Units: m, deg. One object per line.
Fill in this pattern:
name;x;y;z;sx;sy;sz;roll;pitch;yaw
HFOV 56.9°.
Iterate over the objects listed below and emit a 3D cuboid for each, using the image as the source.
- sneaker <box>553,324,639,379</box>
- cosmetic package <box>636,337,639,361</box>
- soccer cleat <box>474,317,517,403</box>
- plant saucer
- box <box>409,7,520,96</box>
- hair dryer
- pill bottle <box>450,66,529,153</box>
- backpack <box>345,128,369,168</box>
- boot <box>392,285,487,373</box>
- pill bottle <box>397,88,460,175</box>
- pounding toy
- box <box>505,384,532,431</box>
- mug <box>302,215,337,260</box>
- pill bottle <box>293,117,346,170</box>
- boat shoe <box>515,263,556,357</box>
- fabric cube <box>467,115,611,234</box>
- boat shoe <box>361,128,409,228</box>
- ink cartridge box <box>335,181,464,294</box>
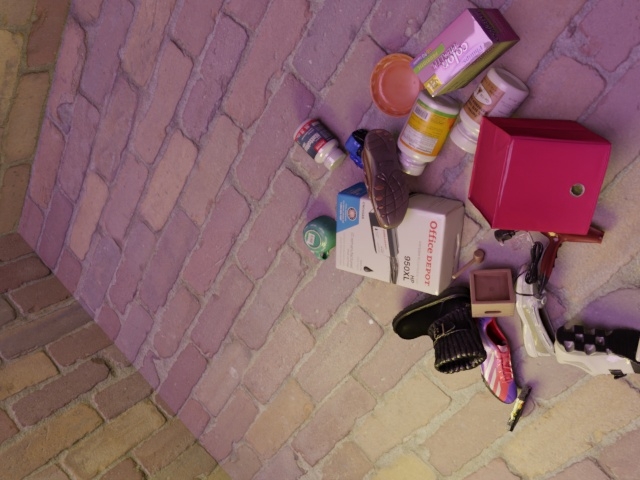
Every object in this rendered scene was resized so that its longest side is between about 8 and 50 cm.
sneaker;0.865;0.344;1.750;0.330;0.122;0.146;10;138;22
cosmetic package;0.989;0.101;1.420;0.327;0.329;0.394;14;116;30
soccer cleat;0.585;0.393;1.953;0.116;0.108;0.318;-26;89;51
plant saucer;0.252;-0.496;1.889;0.199;0.037;0.200;13;114;30
box;0.402;-0.525;1.641;0.213;0.243;0.117;-38;85;39
hair dryer;0.680;0.022;1.732;0.293;0.080;0.224;-24;79;21
pill bottle;0.482;-0.372;1.715;0.131;0.131;0.229;43;126;14
backpack;0.141;-0.310;2.001;0.120;0.098;0.101;47;131;9
boot;0.383;0.329;1.969;0.348;0.131;0.260;-39;45;42
pill bottle;0.322;-0.331;1.840;0.136;0.136;0.246;35;125;19
pounding toy;0.515;0.138;1.888;0.180;0.206;0.094;-4;143;13
box;0.664;0.562;1.978;0.027;0.094;0.137;24;121;26
mug;0.004;-0.007;2.215;0.129;0.097;0.158;-29;90;39
pill bottle;0.000;-0.337;2.083;0.180;0.108;0.108;46;127;11
boat shoe;0.673;0.220;1.831;0.103;0.118;0.321;-5;109;30
fabric cube;0.571;-0.182;1.587;0.258;0.259;0.254;4;114;-3
boat shoe;0.198;-0.186;1.863;0.116;0.123;0.325;129;138;-70
ink cartridge box;0.259;-0.014;1.990;0.394;0.166;0.286;14;115;30
